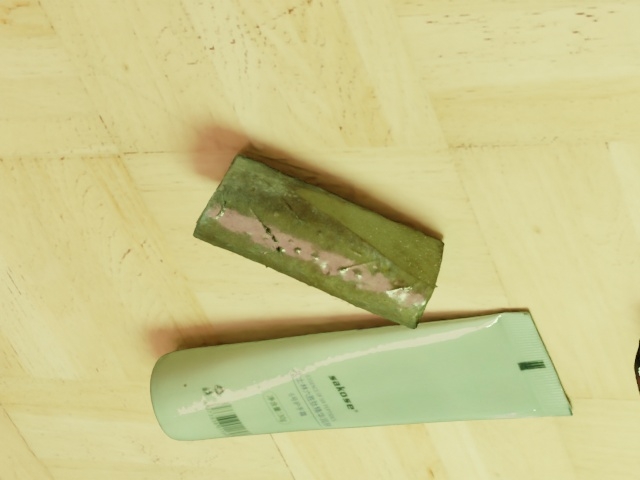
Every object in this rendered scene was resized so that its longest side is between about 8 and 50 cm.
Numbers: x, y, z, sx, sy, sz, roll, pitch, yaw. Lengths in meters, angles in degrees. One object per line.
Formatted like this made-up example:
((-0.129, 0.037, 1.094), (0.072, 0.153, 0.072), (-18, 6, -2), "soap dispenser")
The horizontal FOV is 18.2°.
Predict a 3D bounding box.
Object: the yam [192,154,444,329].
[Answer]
((0.000, 0.000, 1.345), (0.169, 0.068, 0.068), (22, 141, 2), "yam")

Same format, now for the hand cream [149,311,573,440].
((0.018, 0.107, 1.474), (0.321, 0.067, 0.109), (-6, 132, 26), "hand cream")

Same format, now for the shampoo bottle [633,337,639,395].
((0.316, 0.061, 1.256), (0.284, 0.071, 0.153), (-12, 132, 40), "shampoo bottle")
